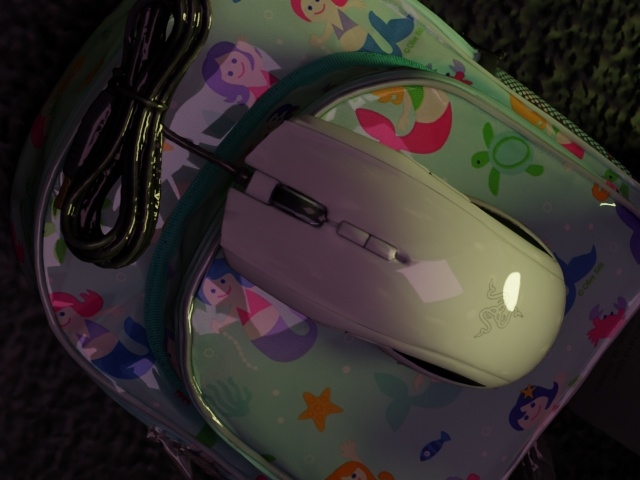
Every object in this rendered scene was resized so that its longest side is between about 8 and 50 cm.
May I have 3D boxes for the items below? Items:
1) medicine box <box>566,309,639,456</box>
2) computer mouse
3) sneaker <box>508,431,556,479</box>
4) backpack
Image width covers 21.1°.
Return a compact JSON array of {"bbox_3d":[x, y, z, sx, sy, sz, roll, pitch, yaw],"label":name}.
[{"bbox_3d":[0.299,0.097,0.773,0.263,0.289,0.149,26,93,-19],"label":"medicine box"},{"bbox_3d":[0.005,-0.008,0.612,0.193,0.042,0.106,26,89,-7],"label":"computer mouse"},{"bbox_3d":[0.073,0.158,0.848,0.089,0.051,0.170,-17,108,-16],"label":"sneaker"},{"bbox_3d":[0.000,0.000,0.733,0.253,0.191,0.225,38,90,-14],"label":"backpack"}]
